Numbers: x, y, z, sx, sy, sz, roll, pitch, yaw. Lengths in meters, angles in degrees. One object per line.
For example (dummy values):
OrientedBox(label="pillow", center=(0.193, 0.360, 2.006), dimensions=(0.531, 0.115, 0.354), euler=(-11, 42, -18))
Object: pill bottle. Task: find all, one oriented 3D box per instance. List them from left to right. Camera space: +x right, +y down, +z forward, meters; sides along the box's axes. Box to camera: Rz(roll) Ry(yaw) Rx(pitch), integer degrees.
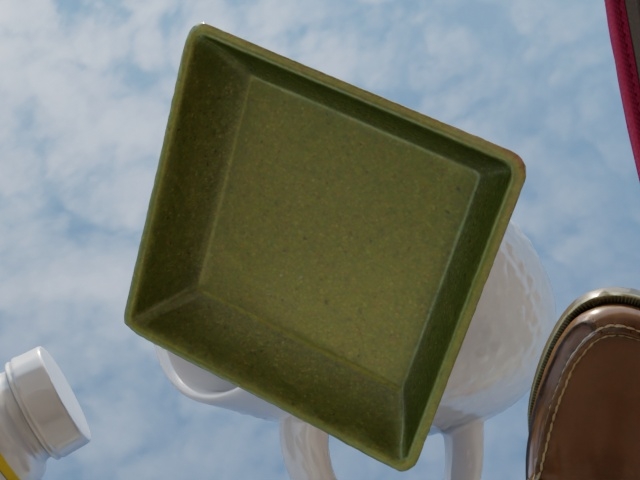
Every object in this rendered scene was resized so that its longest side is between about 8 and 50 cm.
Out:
OrientedBox(label="pill bottle", center=(-0.319, 0.187, 1.004), dimensions=(0.208, 0.119, 0.119), euler=(-28, -80, -8))

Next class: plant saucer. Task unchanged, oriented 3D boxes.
OrientedBox(label="plant saucer", center=(0.000, 0.000, 0.601), dimensions=(0.045, 0.188, 0.188), euler=(-35, -34, -58))

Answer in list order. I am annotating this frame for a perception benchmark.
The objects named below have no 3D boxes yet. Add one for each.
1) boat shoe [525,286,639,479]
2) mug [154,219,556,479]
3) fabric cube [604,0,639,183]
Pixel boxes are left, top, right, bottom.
OrientedBox(label="boat shoe", center=(0.176, 0.185, 0.702), dimensions=(0.111, 0.104, 0.307), euler=(5, -68, 13))
OrientedBox(label="mug", center=(0.053, 0.092, 1.040), dimensions=(0.328, 0.276, 0.374), euler=(20, -124, -35))
OrientedBox(label="fabric cube", center=(0.267, -0.158, 0.379), dimensions=(0.258, 0.259, 0.254), euler=(-41, -53, -33))
